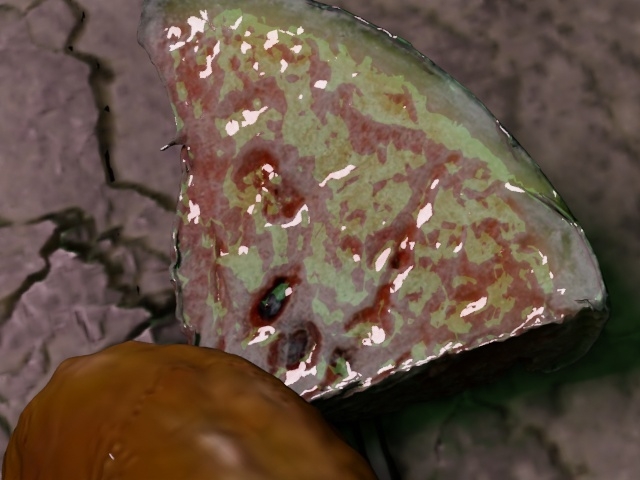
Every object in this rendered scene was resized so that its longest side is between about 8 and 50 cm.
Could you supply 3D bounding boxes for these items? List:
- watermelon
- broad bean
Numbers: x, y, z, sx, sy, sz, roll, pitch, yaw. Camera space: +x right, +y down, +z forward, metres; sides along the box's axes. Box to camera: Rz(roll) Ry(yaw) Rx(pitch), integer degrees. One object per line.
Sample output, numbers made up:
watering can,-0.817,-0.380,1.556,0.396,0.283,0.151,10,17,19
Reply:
watermelon,0.000,0.000,0.644,0.187,0.071,0.139,38,94,8
broad bean,-0.022,0.138,0.584,0.122,0.156,0.228,-12,62,-39
